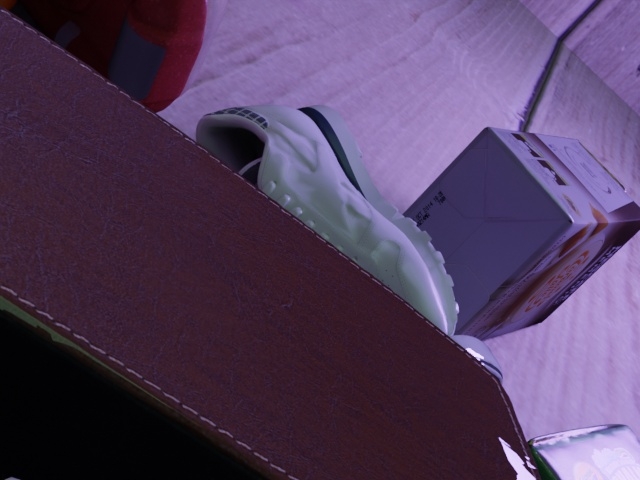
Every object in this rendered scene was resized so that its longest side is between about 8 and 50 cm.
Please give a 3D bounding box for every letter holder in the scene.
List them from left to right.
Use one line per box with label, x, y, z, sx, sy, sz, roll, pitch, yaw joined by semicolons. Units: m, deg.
letter holder;-0.072;0.066;0.485;0.302;0.152;0.214;36;20;-20

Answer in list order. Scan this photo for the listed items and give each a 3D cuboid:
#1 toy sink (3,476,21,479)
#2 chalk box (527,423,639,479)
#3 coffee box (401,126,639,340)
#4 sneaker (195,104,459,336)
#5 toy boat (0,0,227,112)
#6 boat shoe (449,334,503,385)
toy sink;-0.034;0.197;0.297;0.234;0.153;0.131;39;21;-16
chalk box;0.116;0.177;0.649;0.213;0.132;0.132;53;23;24
coffee box;0.156;-0.004;1.061;0.098;0.141;0.246;50;22;16
sneaker;0.000;0.000;0.868;0.095;0.090;0.235;3;39;-42
toy boat;-0.175;-0.176;0.823;0.151;0.151;0.231;-25;67;-37
boat shoe;0.045;0.106;0.742;0.219;0.078;0.070;-3;49;-53
